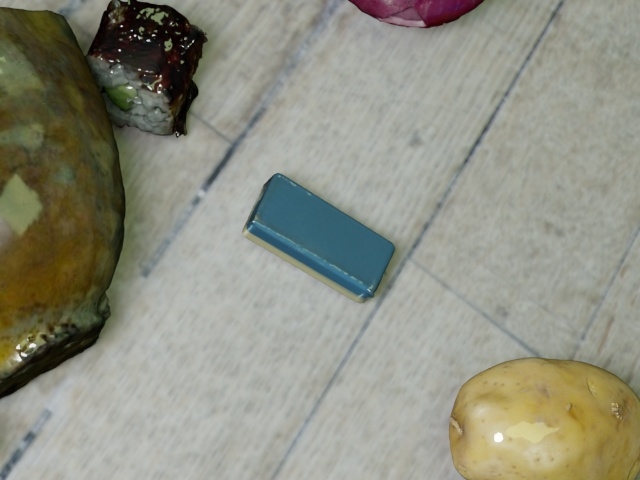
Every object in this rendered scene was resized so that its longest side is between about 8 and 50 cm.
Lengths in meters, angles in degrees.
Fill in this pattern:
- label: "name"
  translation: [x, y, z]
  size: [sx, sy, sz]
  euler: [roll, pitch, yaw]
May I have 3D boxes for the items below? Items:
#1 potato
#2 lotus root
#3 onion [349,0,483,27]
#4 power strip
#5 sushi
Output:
- label: "potato"
  translation: [0.186, 0.153, 1.561]
  size: [0.178, 0.109, 0.118]
  euler: [5, 44, -29]
- label: "lotus root"
  translation: [-0.260, -0.018, 1.401]
  size: [0.267, 0.149, 0.260]
  euler: [-15, 75, -27]
- label: "onion"
  translation: [0.082, -0.270, 1.675]
  size: [0.177, 0.153, 0.177]
  euler: [15, 64, -34]
- label: "power strip"
  translation: [0.000, 0.000, 1.582]
  size: [0.123, 0.032, 0.056]
  euler: [31, 59, -11]
- label: "sushi"
  translation: [-0.143, -0.135, 1.548]
  size: [0.094, 0.098, 0.084]
  euler: [18, 56, 3]
